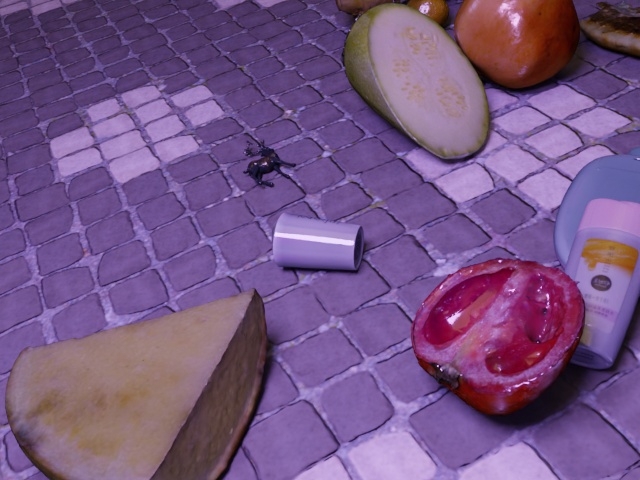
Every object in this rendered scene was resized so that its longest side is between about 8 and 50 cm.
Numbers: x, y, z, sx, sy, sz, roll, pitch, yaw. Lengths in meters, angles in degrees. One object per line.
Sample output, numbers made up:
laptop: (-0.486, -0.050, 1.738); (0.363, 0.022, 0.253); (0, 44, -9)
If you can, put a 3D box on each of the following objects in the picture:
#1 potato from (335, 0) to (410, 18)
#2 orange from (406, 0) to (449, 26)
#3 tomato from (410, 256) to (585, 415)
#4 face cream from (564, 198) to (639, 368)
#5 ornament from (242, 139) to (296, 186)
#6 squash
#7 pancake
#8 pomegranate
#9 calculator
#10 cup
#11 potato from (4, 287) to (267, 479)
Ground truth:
potato: (0.169, -0.550, 1.436); (0.296, 0.191, 0.141); (-25, 85, -8)
orange: (0.213, -0.462, 1.388); (0.095, 0.085, 0.085); (-19, 36, 26)
tomato: (0.195, 0.108, 0.719); (0.173, 0.099, 0.189); (-41, 33, -19)
face cream: (0.316, 0.043, 0.763); (0.084, 0.057, 0.198); (13, 63, 26)
ornament: (-0.099, -0.131, 1.131); (0.073, 0.028, 0.125); (-28, 45, -18)
squash: (0.167, -0.265, 1.095); (0.189, 0.189, 0.260); (-24, 37, -13)
pancake: (0.677, -0.362, 1.186); (0.427, 0.066, 0.305); (3, 35, 19)
pomegranate: (0.332, -0.356, 1.148); (0.209, 0.209, 0.209); (-7, 41, 6)
calculator: (0.410, -0.040, 0.883); (0.186, 0.041, 0.299); (17, 50, 30)
cup: (0.000, 0.000, 0.933); (0.116, 0.074, 0.104); (5, 15, 15)
potato: (-0.214, 0.170, 0.755); (0.255, 0.112, 0.269); (4, 40, 23)
